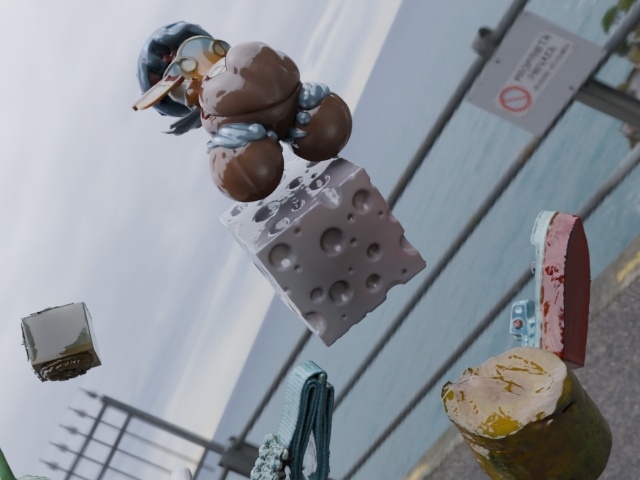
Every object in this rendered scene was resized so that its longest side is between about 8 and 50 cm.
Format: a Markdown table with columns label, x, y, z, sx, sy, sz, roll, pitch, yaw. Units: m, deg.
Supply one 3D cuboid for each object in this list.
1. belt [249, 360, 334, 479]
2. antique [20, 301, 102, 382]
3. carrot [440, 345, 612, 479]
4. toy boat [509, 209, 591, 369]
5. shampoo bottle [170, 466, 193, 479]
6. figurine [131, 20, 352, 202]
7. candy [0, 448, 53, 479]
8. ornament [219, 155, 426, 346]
| label | x | y | z | sx | sy | sz | roll | pitch | yaw |
| --- | --- | --- | --- | --- | --- | --- | --- | --- | --- |
| belt | -0.033 | 0.245 | 1.052 | 0.065 | 0.100 | 0.179 | -155 | 69 | -64 |
| antique | -0.597 | 0.242 | 1.896 | 0.146 | 0.152 | 0.147 | 103 | 149 | -66 |
| carrot | 0.391 | 0.353 | 1.490 | 0.242 | 0.340 | 0.241 | -29 | 28 | 17 |
| toy boat | 0.461 | 0.094 | 1.663 | 0.133 | 0.145 | 0.331 | -5 | 71 | 41 |
| shampoo bottle | -0.254 | 0.474 | 1.512 | 0.099 | 0.043 | 0.072 | -118 | 27 | -66 |
| figurine | -0.160 | -0.244 | 1.460 | 0.277 | 0.388 | 0.248 | -36 | -55 | -23 |
| candy | -0.401 | 0.210 | 0.965 | 0.119 | 0.119 | 0.439 | -72 | -35 | -72 |
| ornament | 0.000 | 0.000 | 1.511 | 0.240 | 0.239 | 0.239 | -39 | 27 | -6 |
